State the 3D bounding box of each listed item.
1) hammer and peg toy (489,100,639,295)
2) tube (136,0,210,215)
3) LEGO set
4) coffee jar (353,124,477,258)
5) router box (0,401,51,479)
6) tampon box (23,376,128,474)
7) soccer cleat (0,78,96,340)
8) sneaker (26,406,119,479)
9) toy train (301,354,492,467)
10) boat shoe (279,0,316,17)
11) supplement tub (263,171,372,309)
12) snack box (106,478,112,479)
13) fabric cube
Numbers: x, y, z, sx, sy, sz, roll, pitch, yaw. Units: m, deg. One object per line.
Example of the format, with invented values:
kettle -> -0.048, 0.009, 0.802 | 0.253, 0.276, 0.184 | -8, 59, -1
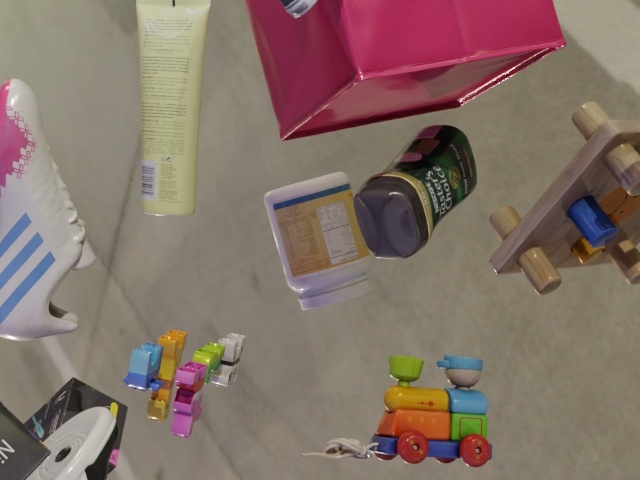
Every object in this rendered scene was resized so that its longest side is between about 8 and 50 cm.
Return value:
hammer and peg toy -> 0.380, -0.088, 1.350 | 0.361, 0.266, 0.127 | -56, 51, 39
tube -> -0.165, -0.148, 1.250 | 0.062, 0.070, 0.240 | -158, 68, -68
LEGO set -> -0.151, 0.155, 1.189 | 0.087, 0.227, 0.093 | 11, 96, 8
coffee jar -> 0.110, -0.056, 1.283 | 0.079, 0.184, 0.096 | -1, 118, 34
router box -> -0.337, 0.140, 0.572 | 0.243, 0.309, 0.081 | 45, 151, -3
tampon box -> -0.373, 0.304, 1.642 | 0.161, 0.101, 0.120 | -42, 28, 29
soccer cleat -> -0.348, -0.034, 1.398 | 0.116, 0.143, 0.331 | -116, 32, -71
sneaker -> -0.221, 0.262, 0.982 | 0.079, 0.217, 0.121 | -10, 128, 43
toy train -> 0.099, 0.211, 1.434 | 0.105, 0.248, 0.143 | 159, 117, -68
boat shoe -> -0.006, -0.248, 0.990 | 0.040, 0.142, 0.049 | 44, 129, -18
supplement tub -> 0.000, 0.000, 1.819 | 0.144, 0.144, 0.200 | -11, 95, 56
snack box -> -0.366, 0.471, 1.868 | 0.037, 0.100, 0.141 | 137, 149, -87
fabric cube -> 0.075, -0.281, 1.241 | 0.254, 0.259, 0.258 | -26, 78, 66
